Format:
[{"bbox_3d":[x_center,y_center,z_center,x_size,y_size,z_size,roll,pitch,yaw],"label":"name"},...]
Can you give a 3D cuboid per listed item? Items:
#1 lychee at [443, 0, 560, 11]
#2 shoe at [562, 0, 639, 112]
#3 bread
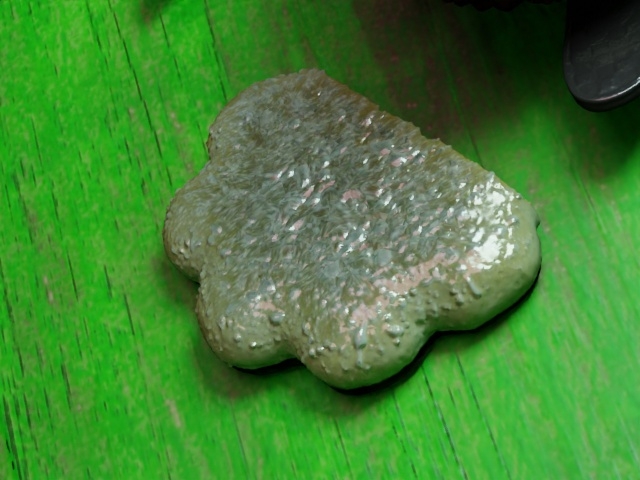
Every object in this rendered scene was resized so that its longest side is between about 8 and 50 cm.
[{"bbox_3d":[0.121,-0.306,1.273,0.330,0.306,0.306,-32,49,25],"label":"lychee"},{"bbox_3d":[0.198,-0.129,1.304,0.071,0.049,0.179,-17,34,15],"label":"shoe"},{"bbox_3d":[0.000,0.000,1.310,0.286,0.056,0.207,29,74,38],"label":"bread"}]
